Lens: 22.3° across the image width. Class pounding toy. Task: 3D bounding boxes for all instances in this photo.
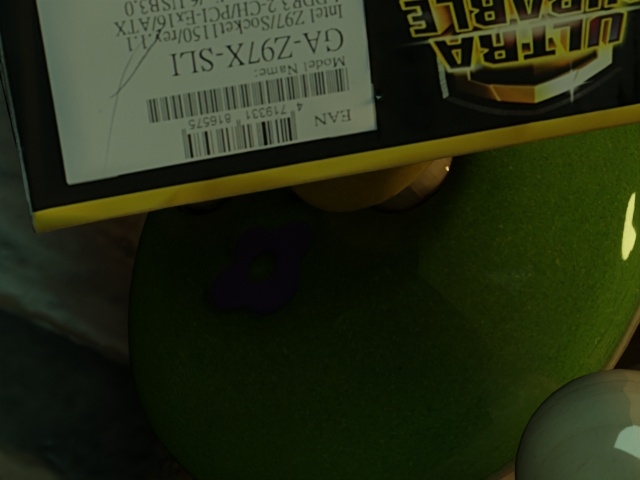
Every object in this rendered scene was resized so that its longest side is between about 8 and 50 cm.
[{"bbox_3d":[0.000,0.000,0.462,0.183,0.110,0.237,-27,45,18],"label":"pounding toy"}]

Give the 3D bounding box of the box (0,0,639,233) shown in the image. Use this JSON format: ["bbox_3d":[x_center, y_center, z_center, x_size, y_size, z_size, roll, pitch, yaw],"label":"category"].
[{"bbox_3d":[0.024,-0.114,0.472,0.257,0.079,0.322,-13,24,-10],"label":"box"}]

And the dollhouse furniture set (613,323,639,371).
[{"bbox_3d":[0.193,-0.004,0.544,0.242,0.161,0.212,-27,48,8],"label":"dollhouse furniture set"}]
